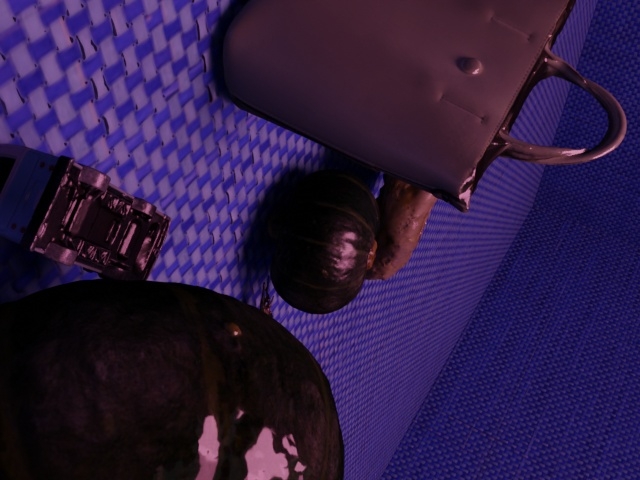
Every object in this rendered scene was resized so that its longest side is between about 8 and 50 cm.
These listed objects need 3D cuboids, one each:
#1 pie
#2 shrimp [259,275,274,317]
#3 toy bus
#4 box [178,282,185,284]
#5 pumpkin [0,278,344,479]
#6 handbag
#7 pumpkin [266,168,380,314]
[{"bbox_3d":[0.120,-0.110,0.891,0.339,0.077,0.339,11,90,-90],"label":"pie"},{"bbox_3d":[-0.074,0.143,0.815,0.090,0.079,0.233,-43,145,-55],"label":"shrimp"},{"bbox_3d":[-0.157,-0.014,0.435,0.060,0.075,0.123,-68,161,-8],"label":"toy bus"},{"bbox_3d":[-0.166,0.173,0.667,0.162,0.041,0.229,-46,152,-41],"label":"box"},{"bbox_3d":[-0.130,0.162,0.436,0.300,0.207,0.300,-13,139,-12],"label":"pumpkin"},{"bbox_3d":[0.093,-0.149,0.558,0.241,0.315,0.109,-57,156,-23],"label":"handbag"},{"bbox_3d":[0.003,0.001,0.772,0.167,0.125,0.167,12,90,-71],"label":"pumpkin"}]
